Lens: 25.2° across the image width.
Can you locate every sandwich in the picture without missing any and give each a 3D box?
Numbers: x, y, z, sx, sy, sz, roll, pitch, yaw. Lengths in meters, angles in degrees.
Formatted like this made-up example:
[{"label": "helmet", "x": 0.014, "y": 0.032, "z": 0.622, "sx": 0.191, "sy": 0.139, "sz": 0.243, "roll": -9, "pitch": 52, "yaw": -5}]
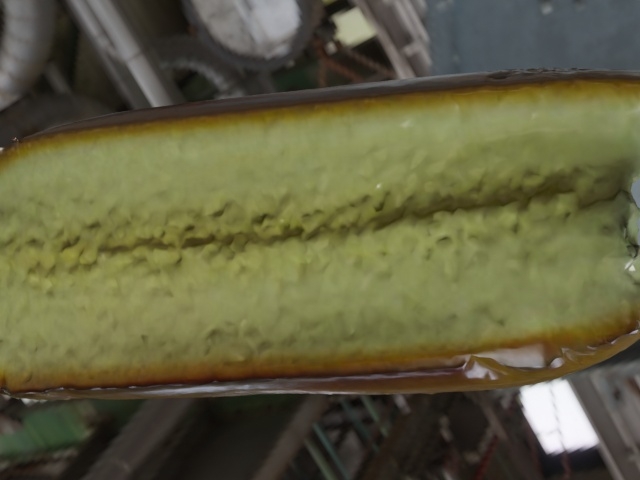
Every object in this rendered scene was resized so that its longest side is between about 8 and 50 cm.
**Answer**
[{"label": "sandwich", "x": 0.000, "y": 0.000, "z": 0.419, "sx": 0.244, "sy": 0.090, "sz": 0.088, "roll": -5, "pitch": 178, "yaw": 36}]
